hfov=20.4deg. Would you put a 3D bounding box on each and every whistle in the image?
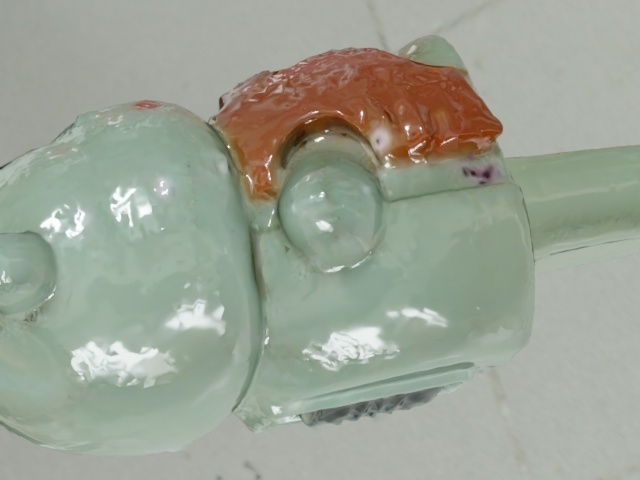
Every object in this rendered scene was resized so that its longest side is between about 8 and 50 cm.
[{"bbox_3d":[0.001,0.001,0.474,0.253,0.105,0.102,-8,18,-16],"label":"whistle"}]
